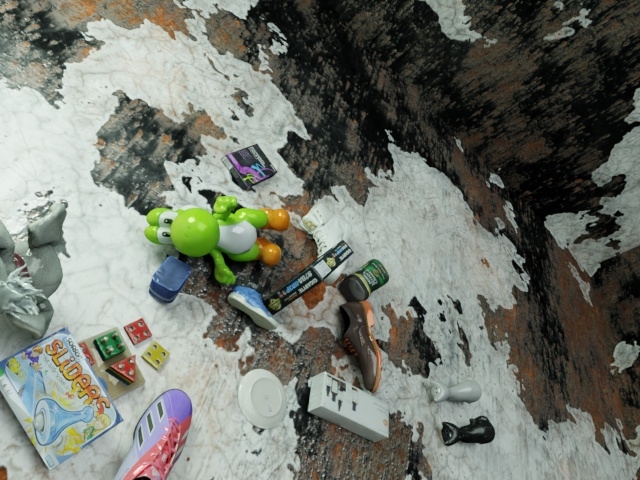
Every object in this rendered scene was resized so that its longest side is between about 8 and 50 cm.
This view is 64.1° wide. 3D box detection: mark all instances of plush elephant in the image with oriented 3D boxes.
[{"bbox_3d":[-0.558,0.046,0.856,0.330,0.255,0.271,16,89,2],"label":"plush elephant"}]

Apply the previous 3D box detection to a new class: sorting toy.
[{"bbox_3d":[-0.414,0.242,1.000,0.275,0.046,0.132,-22,80,-51],"label":"sorting toy"}]

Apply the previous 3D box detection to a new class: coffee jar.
[{"bbox_3d":[0.141,0.132,1.632,0.096,0.079,0.184,57,39,2],"label":"coffee jar"}]

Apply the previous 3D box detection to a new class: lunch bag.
[{"bbox_3d":[-0.344,0.090,1.171,0.067,0.065,0.098,32,42,-3],"label":"lunch bag"}]

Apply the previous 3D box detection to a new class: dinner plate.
[{"bbox_3d":[-0.133,0.375,1.221,0.141,0.017,0.141,25,48,-32],"label":"dinner plate"}]

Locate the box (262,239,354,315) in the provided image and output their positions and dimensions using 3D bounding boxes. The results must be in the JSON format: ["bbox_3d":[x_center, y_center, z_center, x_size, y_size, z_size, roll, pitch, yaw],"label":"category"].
[{"bbox_3d":[-0.033,0.099,1.361,0.051,0.220,0.175,52,37,0],"label":"box"}]

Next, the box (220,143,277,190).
[{"bbox_3d":[-0.215,-0.228,1.566,0.116,0.029,0.162,54,37,-1],"label":"box"}]

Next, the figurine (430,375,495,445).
[{"bbox_3d":[0.442,0.548,1.644,0.210,0.092,0.214,12,54,-36],"label":"figurine"}]

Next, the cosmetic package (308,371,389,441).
[{"bbox_3d":[0.080,0.444,1.357,0.239,0.060,0.098,33,44,-26],"label":"cosmetic package"}]

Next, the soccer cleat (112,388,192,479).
[{"bbox_3d":[-0.307,0.407,0.933,0.109,0.116,0.318,43,40,-15],"label":"soccer cleat"}]

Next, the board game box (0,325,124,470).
[{"bbox_3d":[-0.460,0.272,0.895,0.136,0.035,0.201,-32,92,-33],"label":"board game box"}]

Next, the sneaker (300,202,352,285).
[{"bbox_3d":[0.000,0.000,1.572,0.169,0.108,0.292,38,32,-18],"label":"sneaker"}]

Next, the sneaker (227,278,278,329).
[{"bbox_3d":[-0.159,0.160,1.316,0.152,0.058,0.084,37,50,-12],"label":"sneaker"}]

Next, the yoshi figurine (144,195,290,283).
[{"bbox_3d":[-0.234,-0.011,1.246,0.362,0.203,0.203,4,59,-42],"label":"yoshi figurine"}]

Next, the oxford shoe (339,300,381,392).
[{"bbox_3d":[0.110,0.308,1.483,0.099,0.097,0.271,1,59,-18],"label":"oxford shoe"}]
